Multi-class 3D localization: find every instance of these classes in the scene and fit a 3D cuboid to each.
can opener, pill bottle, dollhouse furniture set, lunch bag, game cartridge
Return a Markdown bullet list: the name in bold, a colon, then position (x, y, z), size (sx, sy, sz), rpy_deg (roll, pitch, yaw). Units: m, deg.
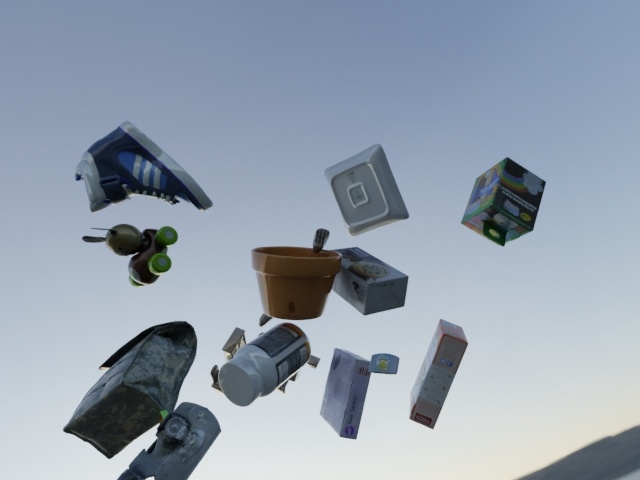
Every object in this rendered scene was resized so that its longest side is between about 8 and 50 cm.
- **can opener**: position (-0.237, 0.343, 0.543), size (0.283, 0.076, 0.095), rpy_deg (-52, -13, -41)
- **pill bottle**: position (-0.162, 0.366, 1.257), size (0.162, 0.162, 0.278), rpy_deg (-51, -16, 30)
- **dollhouse furniture set**: position (-0.219, 0.515, 1.705), size (0.356, 0.303, 0.173), rpy_deg (17, -42, 15)
- **lunch bag**: position (-0.455, 0.343, 1.058), size (0.235, 0.287, 0.169), rpy_deg (-38, -71, 17)
- **game cartridge**: position (0.173, 0.336, 1.142), size (0.083, 0.056, 0.017), rpy_deg (-8, -44, 33)

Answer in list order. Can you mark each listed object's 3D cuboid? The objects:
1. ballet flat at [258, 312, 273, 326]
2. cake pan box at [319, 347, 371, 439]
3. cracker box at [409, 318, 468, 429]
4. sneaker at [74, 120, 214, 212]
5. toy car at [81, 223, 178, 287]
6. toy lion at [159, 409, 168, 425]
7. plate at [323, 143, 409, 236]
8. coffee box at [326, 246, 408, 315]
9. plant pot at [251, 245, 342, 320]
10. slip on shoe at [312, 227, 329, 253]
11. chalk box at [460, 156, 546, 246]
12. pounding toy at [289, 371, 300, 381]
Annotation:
- **ballet flat**: position (-0.219, 0.303, 1.776), size (0.084, 0.058, 0.250), rpy_deg (-36, 1, 12)
- **cake pan box**: position (0.083, 0.528, 1.462), size (0.070, 0.266, 0.246), rpy_deg (16, -11, -12)
- **cracker box**: position (0.295, 0.331, 1.061), size (0.156, 0.067, 0.232), rpy_deg (-11, -60, -77)
- **sneaker**: position (-0.472, -0.128, 1.093), size (0.323, 0.130, 0.236), rpy_deg (43, -98, -7)
- **toy car**: position (-0.479, 0.019, 1.031), size (0.188, 0.148, 0.155), rpy_deg (25, -35, -35)
- **toy lion**: position (-0.324, 0.406, 0.878), size (0.034, 0.096, 0.100), rpy_deg (-7, -14, -31)
- **plate**: position (0.145, -0.165, 1.484), size (0.277, 0.277, 0.045), rpy_deg (-18, 5, 43)
- **coffee box**: position (0.138, 0.130, 1.446), size (0.168, 0.297, 0.118), rpy_deg (-6, -68, -29)
- **plant pot**: position (-0.080, 0.134, 1.351), size (0.291, 0.291, 0.203), rpy_deg (0, -85, -27)
- **slip on shoe**: position (0.000, 0.000, 1.464), size (0.052, 0.135, 0.041), rpy_deg (17, -61, -1)
- **chalk box**: position (0.638, -0.108, 1.483), size (0.180, 0.288, 0.179), rpy_deg (31, -23, -5)
- **pounding toy**: position (-0.131, 0.419, 1.520), size (0.141, 0.130, 0.100), rpy_deg (15, -5, 11)
